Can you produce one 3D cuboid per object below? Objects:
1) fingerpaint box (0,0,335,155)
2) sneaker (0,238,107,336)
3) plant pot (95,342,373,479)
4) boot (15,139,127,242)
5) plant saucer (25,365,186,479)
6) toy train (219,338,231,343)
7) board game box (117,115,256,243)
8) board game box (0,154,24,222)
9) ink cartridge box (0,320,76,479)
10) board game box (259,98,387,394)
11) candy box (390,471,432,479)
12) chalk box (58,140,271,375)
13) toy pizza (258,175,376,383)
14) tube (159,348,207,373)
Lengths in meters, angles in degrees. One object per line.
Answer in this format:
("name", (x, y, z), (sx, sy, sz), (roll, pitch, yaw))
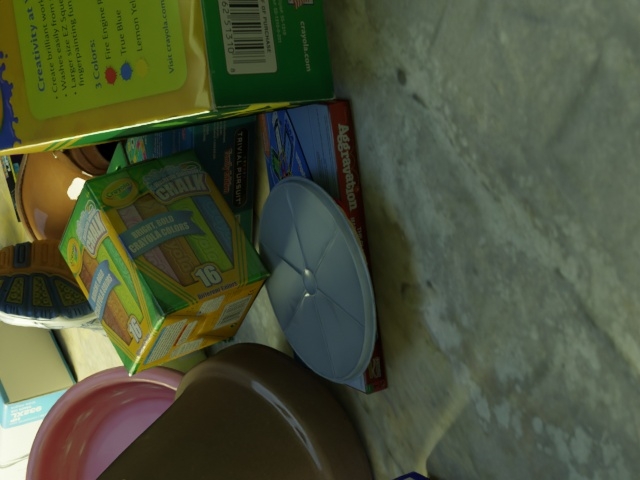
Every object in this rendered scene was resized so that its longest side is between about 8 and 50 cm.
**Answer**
("fingerpaint box", (-0.194, -0.318, 1.232), (0.371, 0.163, 0.445), (-6, 93, 43))
("sneaker", (-0.254, 0.076, 1.545), (0.131, 0.296, 0.112), (97, 172, -53))
("plant pot", (-0.111, 0.269, 1.375), (0.263, 0.229, 0.263), (25, 128, 36))
("boot", (-0.263, -0.086, 1.528), (0.220, 0.109, 0.284), (2, 99, 58))
("plant saucer", (-0.202, 0.313, 1.632), (0.332, 0.084, 0.332), (1, 91, 22))
("toy train", (-0.129, 0.113, 1.618), (0.083, 0.017, 0.024), (-10, 84, 62))
("board game box", (-0.185, -0.155, 1.521), (0.336, 0.079, 0.254), (45, 141, 44))
("board game box", (-0.352, -0.122, 1.780), (0.048, 0.141, 0.170), (-19, 86, 60))
("ink cartridge box", (-0.529, 0.270, 2.312), (0.223, 0.129, 0.307), (56, 147, 31))
("board game box", (0.000, 0.000, 1.312), (0.145, 0.027, 0.281), (14, 116, 57))
("candy box", (0.136, 0.378, 1.145), (0.317, 0.122, 0.268), (16, 117, 60))
("chalk box", (-0.172, 0.002, 1.358), (0.213, 0.132, 0.132), (56, 145, 19))
("toy pizza", (0.002, 0.035, 1.263), (0.201, 0.032, 0.201), (37, 135, 48))
("tube", (-0.208, 0.056, 1.678), (0.070, 0.062, 0.240), (129, 120, -78))
